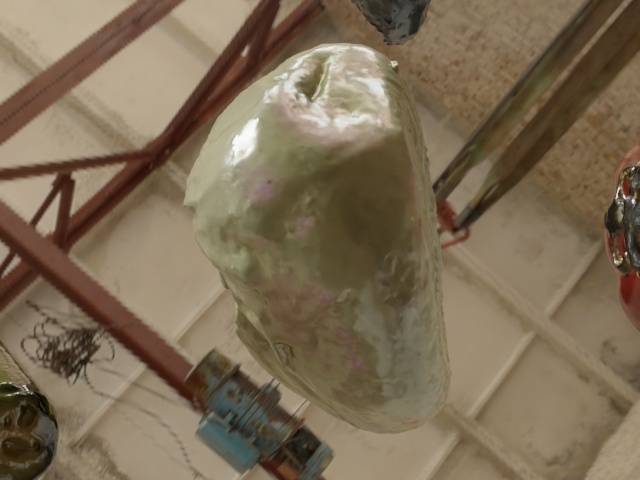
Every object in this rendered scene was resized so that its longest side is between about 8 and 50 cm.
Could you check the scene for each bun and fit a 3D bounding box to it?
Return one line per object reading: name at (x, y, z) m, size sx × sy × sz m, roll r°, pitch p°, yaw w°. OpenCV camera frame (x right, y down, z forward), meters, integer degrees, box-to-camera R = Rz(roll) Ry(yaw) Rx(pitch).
bun at (0.000, 0.000, 0.971) m, size 0.213 × 0.361 × 0.361 m, roll -8°, pitch -115°, yaw 7°

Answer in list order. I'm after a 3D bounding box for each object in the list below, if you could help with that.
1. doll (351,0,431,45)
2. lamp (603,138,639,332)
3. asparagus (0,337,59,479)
doll at (0.012, -0.272, 0.500) m, size 0.158 × 0.246 × 0.340 m, roll -24°, pitch -74°, yaw 8°
lamp at (0.286, -0.009, 0.697) m, size 0.227 × 0.227 × 0.227 m, roll 7°, pitch -117°, yaw -15°
asparagus at (-0.225, 0.090, 0.702) m, size 0.067 × 0.277 × 0.060 m, roll 45°, pitch -102°, yaw -22°
